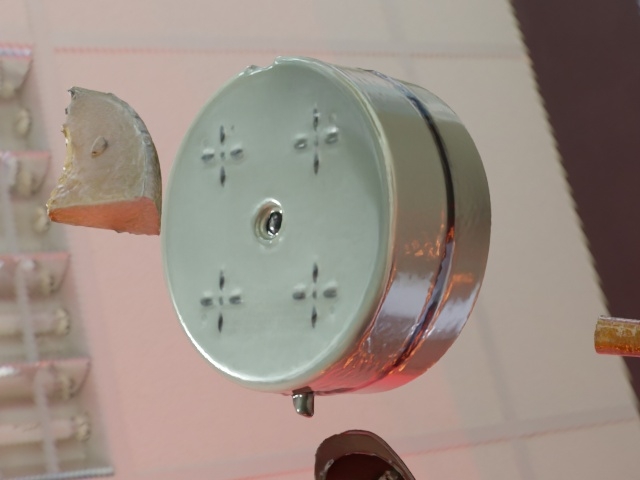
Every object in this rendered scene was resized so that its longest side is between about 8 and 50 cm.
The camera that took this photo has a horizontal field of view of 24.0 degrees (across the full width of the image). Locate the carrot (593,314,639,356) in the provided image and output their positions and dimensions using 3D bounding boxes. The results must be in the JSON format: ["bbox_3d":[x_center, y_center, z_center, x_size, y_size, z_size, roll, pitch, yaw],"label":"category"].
[{"bbox_3d":[0.388,0.115,1.734,0.048,0.139,0.048,5,-90,-69],"label":"carrot"}]

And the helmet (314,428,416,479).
[{"bbox_3d":[0.024,0.188,0.996,0.089,0.057,0.111,-2,-124,-36],"label":"helmet"}]

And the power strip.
[{"bbox_3d":[0.000,0.000,1.525,0.161,0.357,0.357,7,-117,-46],"label":"power strip"}]

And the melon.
[{"bbox_3d":[-0.188,-0.080,1.349,0.098,0.054,0.182,2,-136,-4],"label":"melon"}]
